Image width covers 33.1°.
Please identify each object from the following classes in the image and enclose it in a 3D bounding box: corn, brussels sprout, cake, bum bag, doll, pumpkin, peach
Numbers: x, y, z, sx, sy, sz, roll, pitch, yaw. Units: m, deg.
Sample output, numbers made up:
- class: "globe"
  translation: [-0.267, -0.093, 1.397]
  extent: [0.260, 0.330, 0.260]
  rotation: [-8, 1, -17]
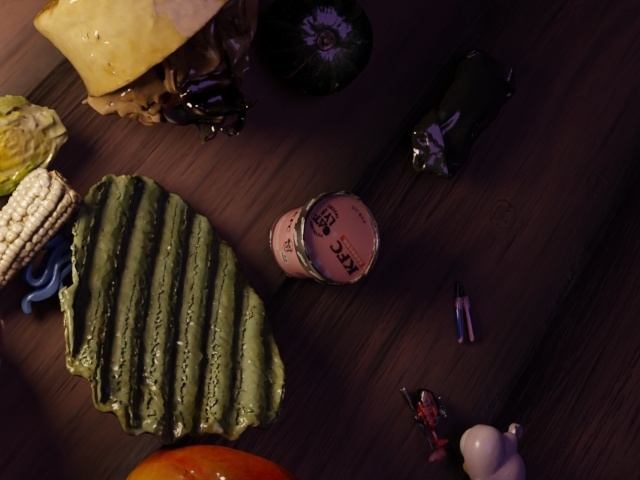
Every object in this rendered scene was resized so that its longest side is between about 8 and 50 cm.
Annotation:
- class: "corn"
  translation: [-0.422, -0.008, 1.486]
  extent: [0.087, 0.087, 0.211]
  rotation: [44, 84, -20]
- class: "brussels sprout"
  translation: [-0.451, -0.133, 1.511]
  extent: [0.181, 0.100, 0.139]
  rotation: [-25, 104, -39]
- class: "cake"
  translation: [-0.201, -0.295, 1.566]
  extent: [0.321, 0.332, 0.332]
  rotation: [50, 60, -23]
- class: "bum bag"
  translation: [0.258, -0.237, 1.997]
  extent: [0.142, 0.079, 0.326]
  rotation: [54, 56, -23]
- class: "doll"
  translation: [-0.367, 0.020, 1.559]
  extent: [0.206, 0.067, 0.110]
  rotation: [-53, 123, -23]
- class: "pumpkin"
  translation: [-0.005, -0.338, 1.796]
  extent: [0.190, 0.146, 0.190]
  rotation: [-11, 117, -23]
- class: "peach"
  translation: [-0.133, 0.440, 1.468]
  extent: [0.289, 0.372, 0.373]
  rotation: [-14, 91, -22]
- class: "doll"
  translation: [0.240, 0.444, 1.867]
  extent: [0.365, 0.094, 0.160]
  rotation: [-40, 113, -29]

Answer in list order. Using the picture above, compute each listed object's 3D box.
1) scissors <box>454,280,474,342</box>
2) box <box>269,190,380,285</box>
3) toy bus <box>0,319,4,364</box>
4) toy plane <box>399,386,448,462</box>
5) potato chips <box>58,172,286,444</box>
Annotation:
- class: "scissors"
  translation: [0.261, 0.130, 1.979]
  extent: [0.039, 0.012, 0.113]
  rotation: [-5, 86, -34]
- class: "box"
  translation: [0.000, 0.000, 1.758]
  extent: [0.151, 0.135, 0.151]
  rotation: [3, 85, -32]
- class: "toy bus"
  translation: [-0.528, 0.133, 1.337]
  extent: [0.294, 0.232, 0.197]
  rotation: [23, 71, -28]
- class: "toy plane"
  translation: [0.191, 0.316, 1.893]
  extent: [0.060, 0.037, 0.145]
  rotation: [-21, 93, -29]
- class: "potato chips"
  translation: [-0.207, 0.096, 1.551]
  extent: [0.358, 0.070, 0.429]
  rotation: [26, 43, -30]
